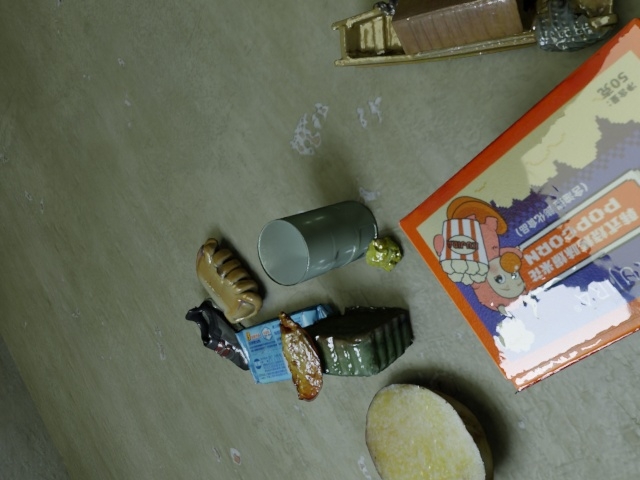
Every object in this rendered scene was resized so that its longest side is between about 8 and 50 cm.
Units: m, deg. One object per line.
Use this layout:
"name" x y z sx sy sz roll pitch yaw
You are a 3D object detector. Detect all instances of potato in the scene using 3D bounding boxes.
"potato" 0.221 0.386 1.072 0.299 0.116 0.238 12 103 50

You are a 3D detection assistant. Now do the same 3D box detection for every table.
"table" 0.000 0.000 1.081 0.127 0.220 0.126 11 108 37

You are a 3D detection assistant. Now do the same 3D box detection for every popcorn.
"popcorn" 0.119 0.028 1.097 0.059 0.068 0.083 59 175 42

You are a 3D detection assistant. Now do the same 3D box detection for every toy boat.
"toy boat" 0.207 -0.328 0.849 0.446 0.162 0.135 4 107 40

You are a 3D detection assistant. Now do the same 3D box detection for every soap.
"soap" -0.066 0.244 1.304 0.293 0.077 0.156 -21 87 42

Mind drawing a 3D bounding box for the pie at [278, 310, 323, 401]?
"pie" -0.035 0.227 1.064 0.088 0.033 0.190 -2 106 41

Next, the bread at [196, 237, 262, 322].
"bread" -0.229 0.103 1.404 0.225 0.081 0.134 48 133 18

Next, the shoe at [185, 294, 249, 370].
"shoe" -0.261 0.245 1.450 0.227 0.112 0.099 56 129 17

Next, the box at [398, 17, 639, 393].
"box" 0.353 -0.043 0.695 0.349 0.319 0.256 -44 74 39

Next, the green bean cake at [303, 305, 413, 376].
"green bean cake" 0.068 0.198 1.105 0.173 0.181 0.094 -5 100 39
